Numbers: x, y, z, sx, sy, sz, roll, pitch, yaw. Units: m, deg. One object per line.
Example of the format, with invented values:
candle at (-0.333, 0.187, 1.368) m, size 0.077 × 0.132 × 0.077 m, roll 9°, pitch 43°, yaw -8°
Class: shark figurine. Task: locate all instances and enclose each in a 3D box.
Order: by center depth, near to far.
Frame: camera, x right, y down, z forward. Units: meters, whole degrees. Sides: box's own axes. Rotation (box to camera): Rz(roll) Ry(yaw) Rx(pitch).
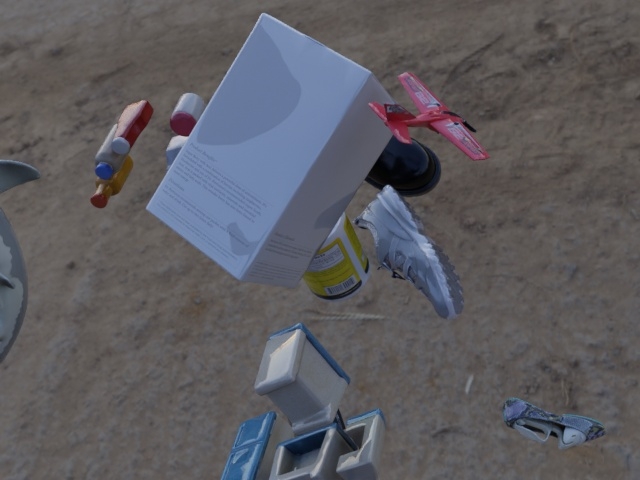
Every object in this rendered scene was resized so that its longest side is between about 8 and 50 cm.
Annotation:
shark figurine at (-0.289, 0.007, 0.562) m, size 0.166 × 0.278 × 0.116 m, roll -14°, pitch 34°, yaw -8°

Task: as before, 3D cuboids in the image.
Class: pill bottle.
pill bottle at (0.000, 0.000, 1.127) m, size 0.119 × 0.208 × 0.119 m, roll -13°, pitch 46°, yaw 15°

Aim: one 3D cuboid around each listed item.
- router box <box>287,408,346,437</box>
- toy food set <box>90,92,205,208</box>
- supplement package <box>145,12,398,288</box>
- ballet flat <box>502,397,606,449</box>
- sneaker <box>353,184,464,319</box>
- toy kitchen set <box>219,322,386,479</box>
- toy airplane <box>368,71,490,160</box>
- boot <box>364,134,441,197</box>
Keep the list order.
router box at (-0.014, 0.319, 1.247) m, size 0.092 × 0.123 × 0.038 m, roll -27°, pitch 25°, yaw -18°
toy food set at (-0.239, -0.129, 0.965) m, size 0.232 × 0.111 × 0.105 m, roll -10°, pitch 42°, yaw 20°
supplement package at (-0.052, -0.107, 0.889) m, size 0.177 × 0.175 × 0.293 m, roll 35°, pitch 96°, yaw 22°
ballet flat at (0.256, 0.209, 0.742) m, size 0.114 × 0.041 × 0.041 m, roll 15°, pitch 55°, yaw 6°
sneaker at (0.162, 0.036, 1.231) m, size 0.115 × 0.105 × 0.281 m, roll -38°, pitch 58°, yaw 16°
toy kitchen set at (-0.049, 0.176, 0.685) m, size 0.207 × 0.166 × 0.122 m, roll -28°, pitch 23°, yaw 28°
toy airplane at (0.113, -0.129, 0.724) m, size 0.151 × 0.028 × 0.151 m, roll 22°, pitch 35°, yaw -17°
boot at (0.079, -0.213, 1.388) m, size 0.347 × 0.260 × 0.131 m, roll 25°, pitch 87°, yaw 16°
